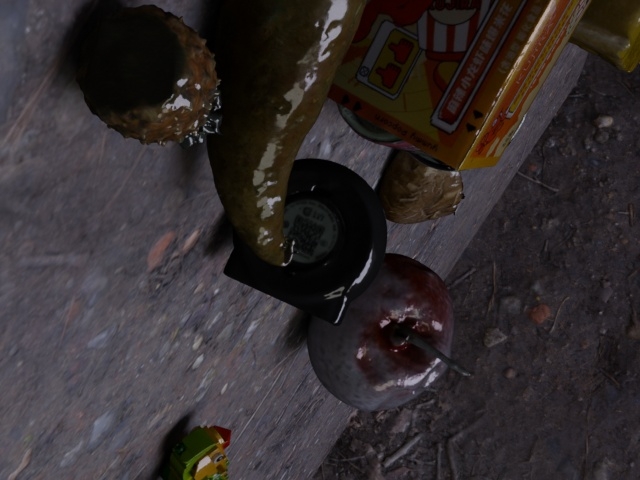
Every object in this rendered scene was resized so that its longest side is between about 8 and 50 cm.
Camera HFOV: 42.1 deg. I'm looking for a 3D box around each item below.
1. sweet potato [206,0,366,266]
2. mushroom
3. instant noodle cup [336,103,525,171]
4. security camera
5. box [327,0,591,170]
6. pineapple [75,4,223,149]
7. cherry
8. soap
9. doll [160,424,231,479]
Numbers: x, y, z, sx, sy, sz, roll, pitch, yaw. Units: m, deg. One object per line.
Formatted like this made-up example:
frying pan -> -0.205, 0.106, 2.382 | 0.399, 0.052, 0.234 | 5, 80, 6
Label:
sweet potato -> -0.041, -0.150, 0.794 | 0.130, 0.131, 0.422 | -37, 148, -53
mushroom -> 0.182, -0.109, 1.641 | 0.151, 0.156, 0.285 | -25, 155, -10
instant noodle cup -> 0.146, -0.211, 1.147 | 0.255, 0.244, 0.243 | -11, 131, -61
security camera -> 0.000, 0.000, 1.149 | 0.277, 0.197, 0.191 | 36, 77, -81
box -> 0.129, -0.257, 0.889 | 0.283, 0.260, 0.214 | -63, 162, 17
pineapple -> -0.122, -0.120, 0.687 | 0.108, 0.108, 0.198 | -58, 170, 0
cherry -> 0.116, 0.199, 1.690 | 0.335, 0.291, 0.326 | -54, -169, 50
soap -> 0.299, -0.360, 1.089 | 0.156, 0.335, 0.293 | -63, 166, 20
doll -> -0.211, 0.382, 1.374 | 0.134, 0.106, 0.186 | -15, 138, -41
